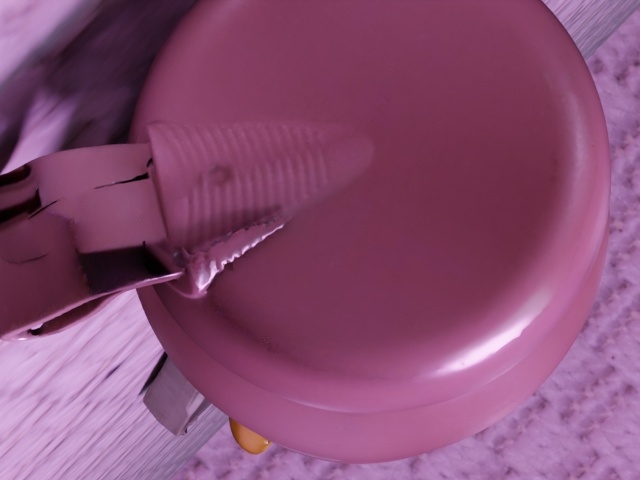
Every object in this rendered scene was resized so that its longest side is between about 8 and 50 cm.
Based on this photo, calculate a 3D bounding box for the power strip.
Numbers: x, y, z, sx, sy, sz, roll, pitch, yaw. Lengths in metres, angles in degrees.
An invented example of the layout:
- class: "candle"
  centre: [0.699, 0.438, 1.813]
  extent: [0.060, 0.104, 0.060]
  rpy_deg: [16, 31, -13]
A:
- class: "power strip"
  centre: [-0.075, 0.074, 1.177]
  extent: [0.080, 0.048, 0.286]
  rpy_deg: [-45, 176, -27]

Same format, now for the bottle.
- class: "bottle"
  centre: [0.000, 0.000, 0.561]
  extent: [0.207, 0.173, 0.297]
  rpy_deg: [-11, 174, -1]

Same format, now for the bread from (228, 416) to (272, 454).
- class: "bread"
  centre: [-0.039, 0.107, 1.167]
  extent: [0.082, 0.056, 0.115]
  rpy_deg: [-51, -179, 18]
